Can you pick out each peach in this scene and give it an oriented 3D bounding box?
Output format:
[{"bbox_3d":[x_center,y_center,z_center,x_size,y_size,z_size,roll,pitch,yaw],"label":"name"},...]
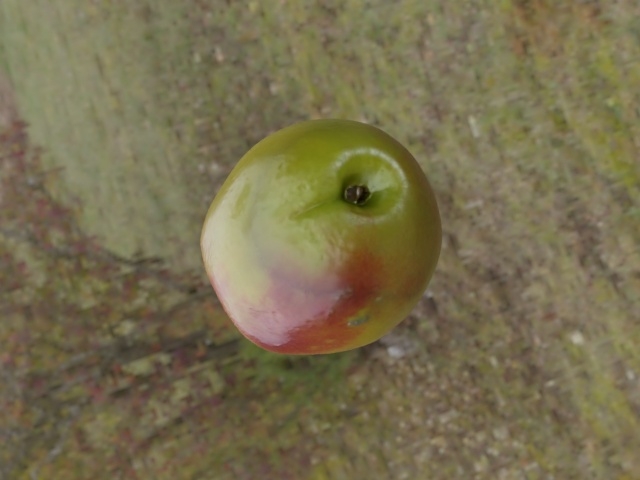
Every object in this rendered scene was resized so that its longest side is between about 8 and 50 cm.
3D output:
[{"bbox_3d":[0.000,0.000,1.320,0.231,0.231,0.231,41,141,46],"label":"peach"}]
